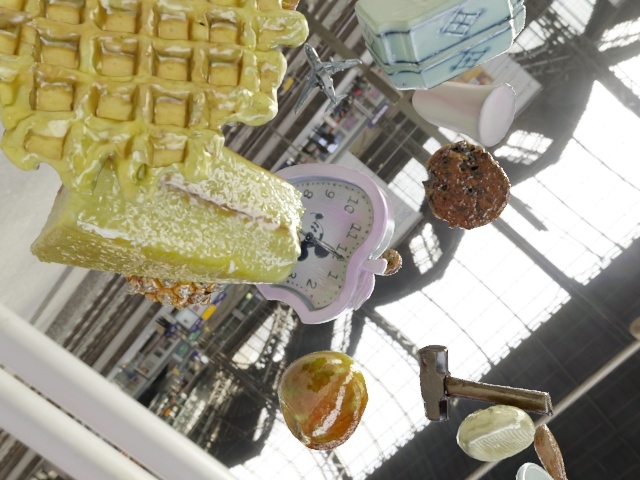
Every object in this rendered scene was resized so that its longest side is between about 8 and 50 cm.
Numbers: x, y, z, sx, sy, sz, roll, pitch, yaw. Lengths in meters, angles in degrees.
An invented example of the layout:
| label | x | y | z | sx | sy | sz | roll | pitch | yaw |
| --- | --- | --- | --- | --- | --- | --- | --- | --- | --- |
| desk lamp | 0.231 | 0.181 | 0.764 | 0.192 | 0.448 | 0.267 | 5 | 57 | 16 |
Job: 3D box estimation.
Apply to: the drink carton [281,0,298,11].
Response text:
| label | x | y | z | sx | sy | sz | roll | pitch | yaw |
| --- | --- | --- | --- | --- | --- | --- | --- | --- | --- |
| drink carton | -0.170 | -0.745 | 1.404 | 0.096 | 0.223 | 0.071 | 165 | -68 | -74 |

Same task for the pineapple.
| label | x | y | z | sx | sy | sz | roll | pitch | yaw |
| --- | --- | --- | --- | --- | --- | --- | --- | --- | --- |
| pineapple | -0.298 | 0.047 | 0.863 | 0.135 | 0.233 | 0.079 | -26 | 152 | -54 |

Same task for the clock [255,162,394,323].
| label | x | y | z | sx | sy | sz | roll | pitch | yaw |
| --- | --- | --- | --- | --- | --- | --- | --- | --- | --- |
| clock | 0.000 | 0.000 | 1.028 | 0.338 | 0.338 | 0.102 | -49 | 160 | 11 |

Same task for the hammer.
| label | x | y | z | sx | sy | sz | roll | pitch | yaw |
| --- | --- | --- | --- | --- | --- | --- | --- | --- | --- |
| hammer | 0.503 | 0.472 | 1.505 | 0.409 | 0.242 | 0.095 | 0 | -176 | 36 |

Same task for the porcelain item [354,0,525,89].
| label | x | y | z | sx | sy | sz | roll | pitch | yaw |
| --- | --- | --- | --- | --- | --- | --- | --- | --- | --- |
| porcelain item | 0.232 | -0.441 | 0.960 | 0.281 | 0.157 | 0.286 | -25 | -139 | 6 |

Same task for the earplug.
| label | x | y | z | sx | sy | sz | roll | pitch | yaw |
| --- | --- | --- | --- | --- | --- | --- | --- | --- | --- |
| earplug | 0.394 | -0.395 | 1.425 | 0.301 | 0.172 | 0.172 | 30 | -102 | 45 |

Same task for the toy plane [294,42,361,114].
| label | x | y | z | sx | sy | sz | roll | pitch | yaw |
| --- | --- | --- | --- | --- | --- | --- | --- | --- | --- |
| toy plane | 0.006 | -0.426 | 1.260 | 0.226 | 0.058 | 0.226 | -38 | 155 | 1 |

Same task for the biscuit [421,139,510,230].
| label | x | y | z | sx | sy | sz | roll | pitch | yaw |
| --- | --- | --- | --- | --- | --- | --- | --- | --- | --- |
| biscuit | 0.534 | -0.202 | 1.792 | 0.289 | 0.334 | 0.081 | -31 | 178 | 18 |

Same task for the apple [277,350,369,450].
| label | x | y | z | sx | sy | sz | roll | pitch | yaw |
| --- | --- | --- | --- | --- | --- | --- | --- | --- | --- |
| apple | 0.014 | 0.412 | 1.265 | 0.226 | 0.246 | 0.246 | -24 | 176 | -23 |

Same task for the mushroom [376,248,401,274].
| label | x | y | z | sx | sy | sz | roll | pitch | yaw |
| --- | --- | --- | --- | --- | --- | --- | --- | --- | --- |
| mushroom | 0.198 | 0.062 | 1.392 | 0.088 | 0.073 | 0.129 | -27 | 175 | -13 |

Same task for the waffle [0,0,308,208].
| label | x | y | z | sx | sy | sz | roll | pitch | yaw |
| --- | --- | --- | --- | --- | --- | --- | --- | --- | --- |
| waffle | -0.175 | -0.191 | 0.431 | 0.312 | 0.307 | 0.060 | -57 | -176 | -24 |

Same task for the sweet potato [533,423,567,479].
| label | x | y | z | sx | sy | sz | roll | pitch | yaw |
| --- | --- | --- | --- | --- | --- | --- | --- | --- | --- |
| sweet potato | 0.516 | 0.509 | 1.035 | 0.050 | 0.050 | 0.214 | -45 | -130 | 39 |

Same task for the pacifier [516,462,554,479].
| label | x | y | z | sx | sy | sz | roll | pitch | yaw |
| --- | --- | --- | --- | --- | --- | --- | --- | --- | --- |
| pacifier | 0.379 | 0.404 | 0.624 | 0.207 | 0.279 | 0.227 | -37 | 178 | 29 |

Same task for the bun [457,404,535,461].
| label | x | y | z | sx | sy | sz | roll | pitch | yaw |
| --- | --- | --- | --- | --- | --- | --- | --- | --- | --- |
| bun | 0.499 | 0.539 | 1.391 | 0.222 | 0.222 | 0.127 | -47 | -152 | 26 |

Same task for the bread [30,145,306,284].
| label | x | y | z | sx | sy | sz | roll | pitch | yaw |
| --- | --- | --- | --- | --- | --- | --- | --- | --- | --- |
| bread | -0.227 | -0.037 | 0.790 | 0.245 | 0.362 | 0.233 | -23 | -129 | 47 |
